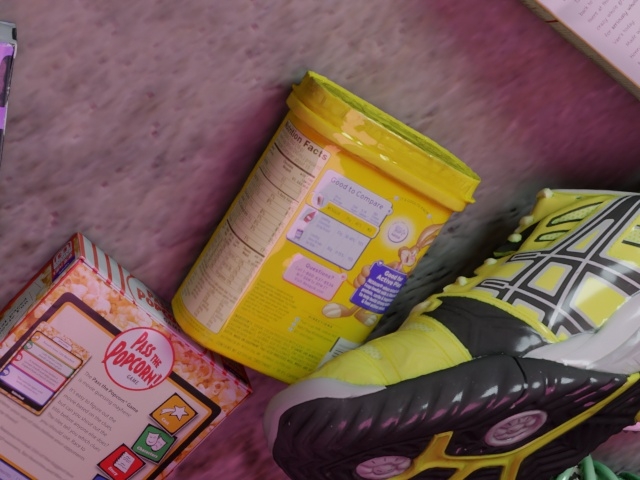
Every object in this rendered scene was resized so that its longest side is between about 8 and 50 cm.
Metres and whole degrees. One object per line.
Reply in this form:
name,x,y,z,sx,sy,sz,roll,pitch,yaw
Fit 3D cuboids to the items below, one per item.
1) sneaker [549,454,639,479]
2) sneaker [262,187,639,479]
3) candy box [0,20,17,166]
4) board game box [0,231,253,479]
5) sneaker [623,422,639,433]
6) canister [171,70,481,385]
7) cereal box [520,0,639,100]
sneaker,0.176,0.201,0.778,0.410,0.158,0.182,-13,97,-15
sneaker,0.140,0.056,0.693,0.384,0.147,0.145,-15,146,-16
candy box,-0.260,-0.030,0.595,0.164,0.070,0.196,7,109,-18
board game box,-0.162,0.113,0.693,0.193,0.045,0.147,-45,115,6
sneaker,0.219,0.092,0.779,0.161,0.057,0.075,1,117,-13
canister,0.000,0.000,0.675,0.126,0.073,0.170,27,104,-24
cereal box,0.221,-0.171,0.644,0.240,0.047,0.173,39,98,-7
